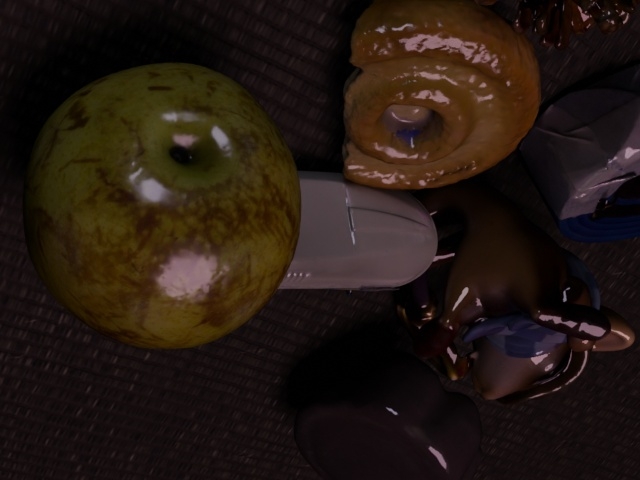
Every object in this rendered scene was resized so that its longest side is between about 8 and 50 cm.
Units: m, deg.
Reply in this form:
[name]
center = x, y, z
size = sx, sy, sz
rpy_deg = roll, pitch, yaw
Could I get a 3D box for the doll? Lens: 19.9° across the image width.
[doll]
center = 0.217, 0.083, 2.151
size = 0.209, 0.318, 0.340
rpy_deg = -58, 153, -6

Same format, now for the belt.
[belt]
center = 0.409, -0.110, 2.131
size = 0.347, 0.117, 0.212
rpy_deg = -12, 148, -22

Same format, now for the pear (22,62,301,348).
[pear]
center = -0.150, -0.027, 1.705
size = 0.283, 0.283, 0.283
rpy_deg = -18, 148, -12

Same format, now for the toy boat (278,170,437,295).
[toy boat]
center = -0.001, -0.002, 1.984
size = 0.269, 0.141, 0.141
rpy_deg = 7, 136, -44

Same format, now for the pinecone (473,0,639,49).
[pinecone]
center = 0.215, -0.265, 1.705
size = 0.150, 0.195, 0.179
rpy_deg = -58, 153, 13

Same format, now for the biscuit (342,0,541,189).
[biscuit]
center = 0.122, -0.146, 1.870
size = 0.213, 0.091, 0.274
rpy_deg = -6, 143, 1

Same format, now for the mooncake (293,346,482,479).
[mooncake]
center = 0.089, 0.246, 2.331
size = 0.133, 0.245, 0.245
rpy_deg = -53, 161, -30
